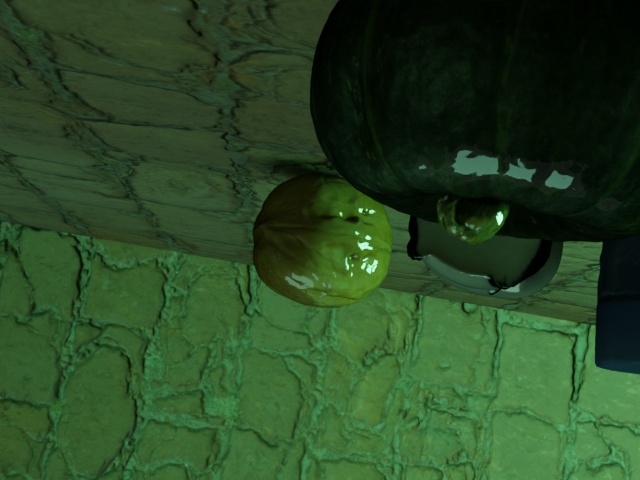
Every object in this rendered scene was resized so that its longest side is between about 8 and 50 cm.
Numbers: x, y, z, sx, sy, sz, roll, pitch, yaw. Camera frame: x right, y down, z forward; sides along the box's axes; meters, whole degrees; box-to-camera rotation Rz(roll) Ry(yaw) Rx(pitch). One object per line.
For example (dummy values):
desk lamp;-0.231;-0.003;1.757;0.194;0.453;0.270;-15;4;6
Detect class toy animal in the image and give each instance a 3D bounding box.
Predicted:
toy animal;0.214;-0.012;1.467;0.187;0.165;0.235;20;175;16

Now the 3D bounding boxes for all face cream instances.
face cream;0.471;0.056;1.439;0.248;0.225;0.249;7;171;1

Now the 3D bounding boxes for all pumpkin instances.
pumpkin;0.142;-0.094;0.841;0.300;0.207;0.300;10;171;2

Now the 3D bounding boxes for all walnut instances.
walnut;0.000;0.000;1.703;0.221;0.195;0.195;11;173;-40
